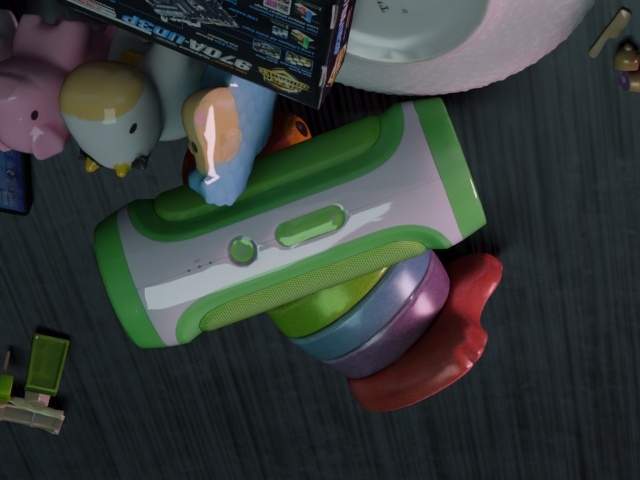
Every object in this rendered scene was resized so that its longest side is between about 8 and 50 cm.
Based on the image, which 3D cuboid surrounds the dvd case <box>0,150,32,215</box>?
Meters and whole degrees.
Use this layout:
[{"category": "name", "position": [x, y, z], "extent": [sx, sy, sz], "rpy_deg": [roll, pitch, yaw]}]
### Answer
[{"category": "dvd case", "position": [-0.391, -0.111, 1.674], "extent": [0.253, 0.022, 0.180], "rpy_deg": [10, 137, 4]}]

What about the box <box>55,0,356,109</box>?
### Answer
[{"category": "box", "position": [-0.083, -0.193, 1.284], "extent": [0.220, 0.051, 0.175], "rpy_deg": [23, 154, 6]}]

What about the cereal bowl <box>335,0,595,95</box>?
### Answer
[{"category": "cereal bowl", "position": [0.056, -0.234, 1.353], "extent": [0.339, 0.141, 0.339], "rpy_deg": [8, 136, 8]}]

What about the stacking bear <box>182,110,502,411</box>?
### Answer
[{"category": "stacking bear", "position": [0.000, 0.000, 1.601], "extent": [0.164, 0.175, 0.289], "rpy_deg": [-34, 110, 30]}]

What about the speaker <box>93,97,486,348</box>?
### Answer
[{"category": "speaker", "position": [-0.024, -0.013, 1.459], "extent": [0.296, 0.131, 0.131], "rpy_deg": [-20, 130, 4]}]

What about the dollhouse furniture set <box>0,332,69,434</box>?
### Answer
[{"category": "dollhouse furniture set", "position": [-0.299, 0.150, 1.913], "extent": [0.076, 0.059, 0.152], "rpy_deg": [12, 156, -9]}]

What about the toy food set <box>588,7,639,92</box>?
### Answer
[{"category": "toy food set", "position": [0.282, -0.139, 1.476], "extent": [0.122, 0.019, 0.078], "rpy_deg": [24, 135, -10]}]

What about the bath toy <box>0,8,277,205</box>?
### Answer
[{"category": "bath toy", "position": [-0.204, -0.115, 1.467], "extent": [0.348, 0.151, 0.129], "rpy_deg": [13, 98, 31]}]
